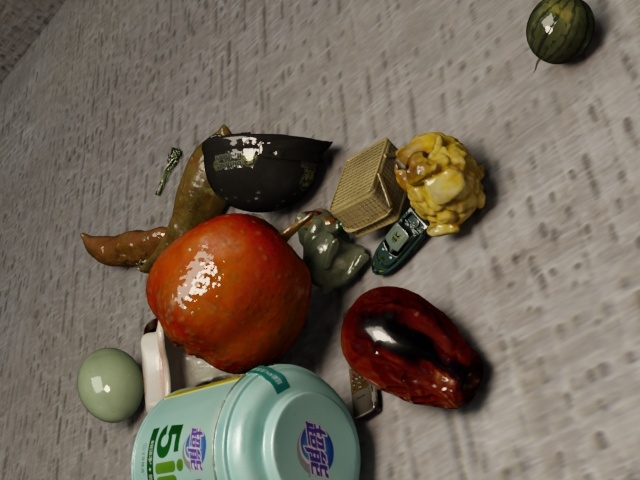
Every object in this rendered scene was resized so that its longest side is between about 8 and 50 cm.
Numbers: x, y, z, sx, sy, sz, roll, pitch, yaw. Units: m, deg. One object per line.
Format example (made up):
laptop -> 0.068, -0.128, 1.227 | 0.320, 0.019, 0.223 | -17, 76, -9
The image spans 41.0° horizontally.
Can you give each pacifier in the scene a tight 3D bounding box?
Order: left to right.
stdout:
pacifier -> -0.245, 0.255, 1.681 | 0.273, 0.220, 0.332 | -11, 83, 46

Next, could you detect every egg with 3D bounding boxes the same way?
egg -> -0.485, 0.335, 1.983 | 0.149, 0.149, 0.192 | -53, 44, 15

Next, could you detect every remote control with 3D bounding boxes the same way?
remote control -> 0.070, 0.206, 1.485 | 0.059, 0.028, 0.212 | -37, 44, 38

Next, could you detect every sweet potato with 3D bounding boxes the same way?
sweet potato -> -0.498, 0.021, 2.232 | 0.354, 0.095, 0.106 | -3, 112, 39
sweet potato -> -0.298, -0.075, 2.020 | 0.423, 0.130, 0.130 | -59, 37, 17

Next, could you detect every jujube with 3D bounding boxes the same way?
jujube -> 0.143, 0.167, 1.320 | 0.236, 0.168, 0.168 | 28, 92, 36

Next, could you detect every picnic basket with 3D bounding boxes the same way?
picnic basket -> 0.093, -0.095, 1.549 | 0.115, 0.079, 0.164 | -25, 32, 39

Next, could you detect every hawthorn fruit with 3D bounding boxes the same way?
hawthorn fruit -> -0.130, 0.069, 1.500 | 0.330, 0.287, 0.287 | -47, 39, 4

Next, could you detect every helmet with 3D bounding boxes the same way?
helmet -> -0.113, -0.137, 1.765 | 0.278, 0.230, 0.161 | 4, 91, 28

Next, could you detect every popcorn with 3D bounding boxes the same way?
popcorn -> 0.202, -0.100, 1.414 | 0.140, 0.163, 0.194 | -34, 10, 4

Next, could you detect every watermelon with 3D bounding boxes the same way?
watermelon -> 0.373, -0.324, 1.360 | 0.133, 0.105, 0.105 | -62, 35, 24

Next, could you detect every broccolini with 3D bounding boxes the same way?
broccolini -> -0.407, -0.183, 2.297 | 0.035, 0.030, 0.140 | 23, 94, 18

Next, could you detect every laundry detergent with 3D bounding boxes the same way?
laundry detergent -> -0.108, 0.357, 1.398 | 0.305, 0.287, 0.287 | -22, 54, 43

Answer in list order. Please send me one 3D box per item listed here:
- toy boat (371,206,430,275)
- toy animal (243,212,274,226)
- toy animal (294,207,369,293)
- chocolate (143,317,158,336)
toy boat -> 0.135, 0.008, 1.498 | 0.055, 0.060, 0.141 | 51, 117, 25
toy animal -> -0.173, 0.048, 1.764 | 0.193, 0.127, 0.179 | -43, 29, 22
toy animal -> -0.005, -0.001, 1.628 | 0.138, 0.108, 0.236 | -59, 36, 9
chocolate -> -0.333, 0.219, 1.891 | 0.125, 0.149, 0.080 | -26, 37, -10
